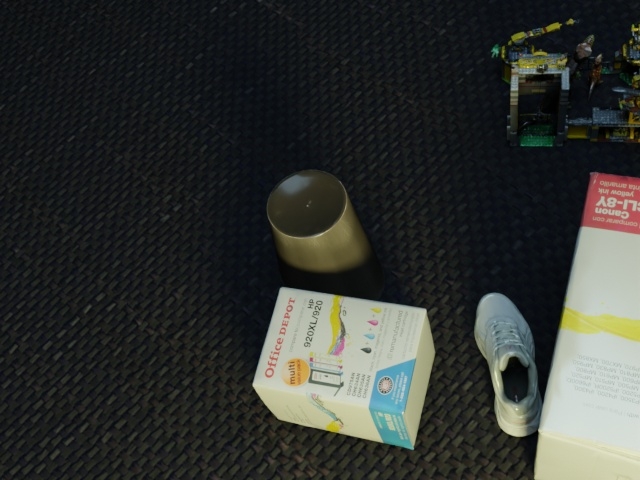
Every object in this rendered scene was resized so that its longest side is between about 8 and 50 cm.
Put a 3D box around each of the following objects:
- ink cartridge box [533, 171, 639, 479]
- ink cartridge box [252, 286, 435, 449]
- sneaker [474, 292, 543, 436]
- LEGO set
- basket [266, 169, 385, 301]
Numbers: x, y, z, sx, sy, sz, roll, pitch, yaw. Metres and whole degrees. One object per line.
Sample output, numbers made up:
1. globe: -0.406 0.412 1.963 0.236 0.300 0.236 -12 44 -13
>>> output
1. ink cartridge box: 0.413 0.143 1.211 0.160 0.279 0.385 11 65 18
2. ink cartridge box: 0.041 0.194 1.333 0.232 0.168 0.171 8 63 17
3. sneaker: 0.292 0.172 1.325 0.090 0.115 0.232 -13 58 4
4. LEGO set: 0.456 -0.300 1.523 0.331 0.192 0.255 9 62 17
5. basket: 0.000 0.000 1.422 0.204 0.227 0.154 28 69 24
